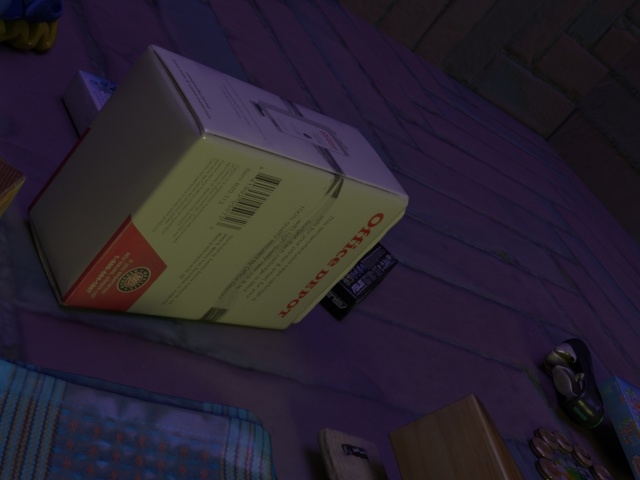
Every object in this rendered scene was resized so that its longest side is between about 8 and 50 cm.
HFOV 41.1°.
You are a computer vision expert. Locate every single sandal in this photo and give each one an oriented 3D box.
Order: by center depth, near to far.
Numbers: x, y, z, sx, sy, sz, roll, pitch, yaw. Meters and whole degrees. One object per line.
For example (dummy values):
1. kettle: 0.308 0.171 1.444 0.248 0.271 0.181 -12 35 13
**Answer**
1. sandal: -0.360 -0.272 0.888 0.126 0.138 0.317 42 24 -3

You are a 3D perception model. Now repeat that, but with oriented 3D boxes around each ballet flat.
1. ballet flat: 0.382 0.202 1.310 0.074 0.074 0.203 35 25 -15

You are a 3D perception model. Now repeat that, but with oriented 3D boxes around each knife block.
1. knife block: 0.145 0.284 0.654 0.275 0.088 0.242 61 12 -2

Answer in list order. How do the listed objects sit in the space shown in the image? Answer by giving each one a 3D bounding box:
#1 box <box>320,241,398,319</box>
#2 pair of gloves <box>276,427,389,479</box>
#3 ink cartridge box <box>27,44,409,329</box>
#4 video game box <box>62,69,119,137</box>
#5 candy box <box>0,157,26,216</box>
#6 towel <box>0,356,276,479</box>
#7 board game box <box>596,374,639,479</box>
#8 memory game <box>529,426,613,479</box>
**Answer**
1. box: 0.000 0.000 1.092 0.184 0.045 0.191 41 23 6
2. pair of gloves: -0.004 0.227 0.671 0.240 0.042 0.204 23 25 -42
3. ink cartridge box: -0.085 -0.030 0.790 0.283 0.207 0.117 13 37 -50
4. video game box: -0.177 -0.091 0.968 0.187 0.048 0.205 18 31 -48
5. candy box: -0.379 -0.080 0.561 0.316 0.087 0.183 37 23 -11
6. towel: -0.134 0.204 0.447 0.271 0.040 0.370 19 29 -21
7. board game box: 0.495 0.299 1.273 0.211 0.039 0.160 29 38 -47
8. memory game: 0.343 0.317 1.104 0.186 0.012 0.186 35 23 -17
